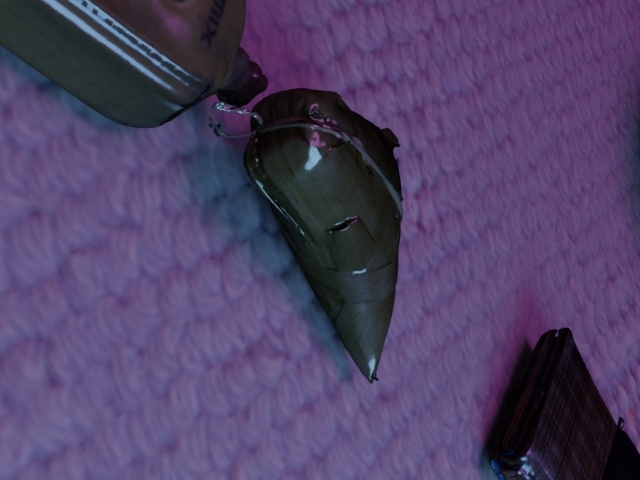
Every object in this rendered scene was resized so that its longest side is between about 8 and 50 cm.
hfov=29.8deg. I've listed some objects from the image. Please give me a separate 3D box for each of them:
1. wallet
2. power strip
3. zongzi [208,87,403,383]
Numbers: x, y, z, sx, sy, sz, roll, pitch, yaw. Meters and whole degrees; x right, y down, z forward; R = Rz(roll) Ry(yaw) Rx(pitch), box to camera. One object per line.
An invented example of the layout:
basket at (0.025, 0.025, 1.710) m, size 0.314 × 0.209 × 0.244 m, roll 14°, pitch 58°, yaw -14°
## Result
wallet at (0.181, 0.178, 0.765) m, size 0.230 × 0.042 × 0.124 m, roll 56°, pitch 41°, yaw -22°
power strip at (-0.143, -0.148, 0.415) m, size 0.387 × 0.066 × 0.092 m, roll 36°, pitch 53°, yaw -43°
zongzi at (0.000, 0.000, 0.539) m, size 0.154 × 0.062 × 0.130 m, roll 18°, pitch 69°, yaw -72°
